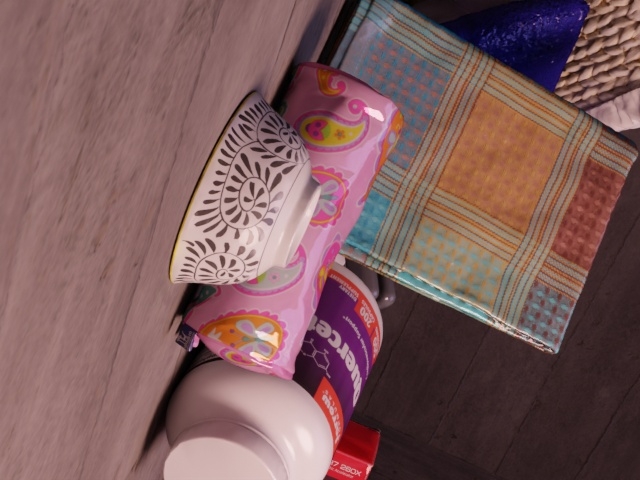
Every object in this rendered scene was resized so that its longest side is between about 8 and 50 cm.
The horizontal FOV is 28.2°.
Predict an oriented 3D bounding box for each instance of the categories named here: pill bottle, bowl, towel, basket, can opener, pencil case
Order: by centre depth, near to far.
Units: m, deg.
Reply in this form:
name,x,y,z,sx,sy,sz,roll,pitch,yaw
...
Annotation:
name,x,y,z,sx,sy,sz,roll,pitch,yaw
bowl,-0.049,-0.027,1.028,0.170,0.080,0.170,24,90,-85
pencil case,-0.028,-0.017,1.159,0.124,0.124,0.284,68,47,-85
towel,0.146,-0.072,1.351,0.271,0.370,0.040,-66,-164,-10
pill bottle,-0.052,0.162,1.382,0.323,0.181,0.181,-61,174,-55
towel,0.165,-0.196,1.566,0.228,0.308,0.076,105,-34,-68
basket,0.454,-0.296,1.667,0.331,0.328,0.266,-13,-86,70
can opener,0.069,-0.045,1.779,0.093,0.074,0.280,-20,-117,40

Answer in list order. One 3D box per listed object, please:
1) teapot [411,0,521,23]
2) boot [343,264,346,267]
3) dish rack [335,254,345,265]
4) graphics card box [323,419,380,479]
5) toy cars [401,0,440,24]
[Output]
name,x,y,z,sx,sy,sz,roll,pitch,yaw
teapot,0.202,-0.396,1.575,0.252,0.187,0.256,165,-75,-69
boot,0.025,-0.057,1.953,0.236,0.085,0.179,93,10,-55
dish rack,0.002,0.134,1.803,0.333,0.072,0.286,99,-16,-71
graphics card box,-0.098,0.369,1.640,0.094,0.232,0.371,-68,-179,-69
toy cars,0.106,-0.226,1.865,0.394,0.087,0.176,108,-29,-71
